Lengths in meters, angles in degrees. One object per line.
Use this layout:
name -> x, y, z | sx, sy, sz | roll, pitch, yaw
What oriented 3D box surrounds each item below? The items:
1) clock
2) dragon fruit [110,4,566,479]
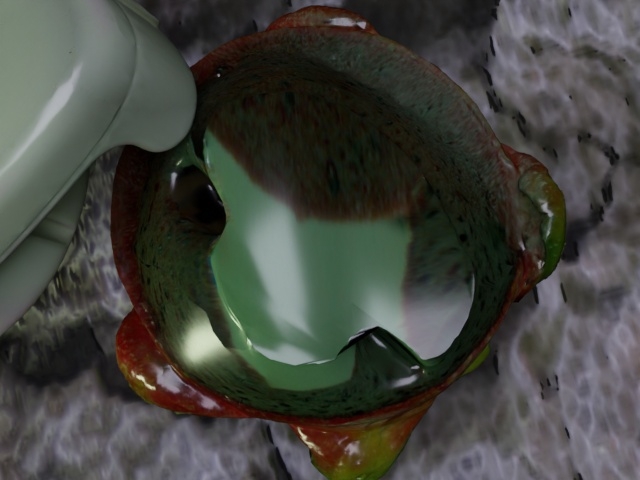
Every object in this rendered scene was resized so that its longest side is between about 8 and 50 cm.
clock -> -0.249, -0.048, 0.582 | 0.324, 0.108, 0.265 | -50, 61, 7
dragon fruit -> 0.000, 0.000, 0.590 | 0.268, 0.130, 0.295 | -15, 81, -3
